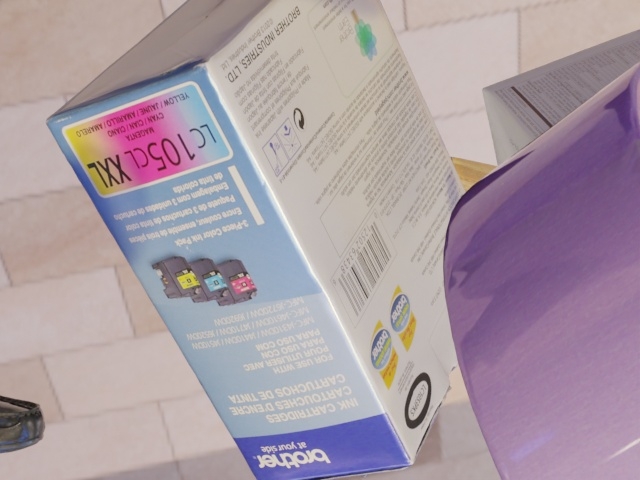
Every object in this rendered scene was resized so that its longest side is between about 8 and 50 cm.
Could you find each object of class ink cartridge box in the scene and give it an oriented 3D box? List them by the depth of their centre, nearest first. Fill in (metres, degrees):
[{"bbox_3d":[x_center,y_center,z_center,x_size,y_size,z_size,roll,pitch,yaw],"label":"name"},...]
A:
[{"bbox_3d":[0.000,0.000,0.965,0.151,0.270,0.395,-15,114,32],"label":"ink cartridge box"}]

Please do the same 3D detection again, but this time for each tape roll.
[{"bbox_3d":[0.170,0.066,0.470,0.275,0.274,0.090,32,125,-33],"label":"tape roll"}]

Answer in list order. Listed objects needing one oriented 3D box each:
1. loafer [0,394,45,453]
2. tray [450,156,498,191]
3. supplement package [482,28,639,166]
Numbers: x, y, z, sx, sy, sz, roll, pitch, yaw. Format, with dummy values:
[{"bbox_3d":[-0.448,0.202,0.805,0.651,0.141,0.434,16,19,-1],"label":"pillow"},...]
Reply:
[{"bbox_3d":[-0.305,0.104,0.881,0.223,0.076,0.078,10,90,3],"label":"loafer"},{"bbox_3d":[0.155,-0.036,1.490,0.203,0.076,0.411,-6,176,30],"label":"tray"},{"bbox_3d":[0.255,-0.062,0.830,0.244,0.139,0.133,-21,125,-4],"label":"supplement package"}]
